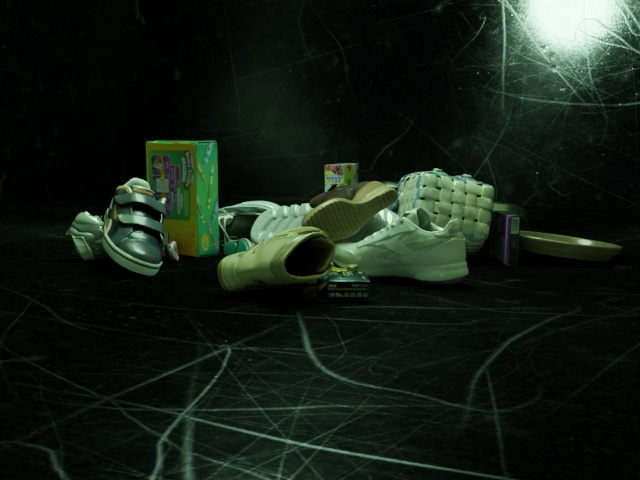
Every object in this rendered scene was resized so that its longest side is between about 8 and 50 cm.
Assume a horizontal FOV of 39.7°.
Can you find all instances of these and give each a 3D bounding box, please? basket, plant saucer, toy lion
[{"bbox_3d":[0.293,-0.059,2.151,0.255,0.201,0.289,11,-17,-10],"label":"basket"},{"bbox_3d":[0.578,0.012,2.126,0.278,0.041,0.278,8,6,-1],"label":"plant saucer"},{"bbox_3d":[0.013,0.069,1.776,0.100,0.034,0.096,6,15,35],"label":"toy lion"}]

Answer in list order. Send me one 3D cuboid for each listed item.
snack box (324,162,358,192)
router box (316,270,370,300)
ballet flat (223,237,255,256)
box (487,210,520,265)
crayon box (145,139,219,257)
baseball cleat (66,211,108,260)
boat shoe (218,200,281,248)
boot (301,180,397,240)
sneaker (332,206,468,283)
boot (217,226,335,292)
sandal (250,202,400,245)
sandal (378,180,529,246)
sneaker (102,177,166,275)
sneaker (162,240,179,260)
[{"bbox_3d":[0.069,-0.138,2.780,0.070,0.207,0.174,3,8,18],"label":"snack box"},{"bbox_3d":[0.040,0.082,1.610,0.092,0.038,0.122,1,7,-2],"label":"router box"},{"bbox_3d":[-0.175,0.022,2.063,0.052,0.057,0.168,8,3,-25],"label":"ballet flat"},{"bbox_3d":[0.430,-0.008,2.084,0.029,0.116,0.162,1,7,-7],"label":"box"},{"bbox_3d":[-0.337,-0.104,2.158,0.165,0.278,0.081,5,9,33],"label":"crayon box"},{"bbox_3d":[-0.487,0.017,2.046,0.206,0.109,0.072,27,-17,7],"label":"baseball cleat"},{"bbox_3d":[-0.253,-0.022,2.268,0.335,0.121,0.119,-9,11,17],"label":"boat shoe"},{"bbox_3d":[0.028,-0.066,1.950,0.249,0.090,0.207,-23,15,-27],"label":"boot"},{"bbox_3d":[0.159,0.005,1.800,0.305,0.152,0.114,3,9,30],"label":"sneaker"},{"bbox_3d":[-0.034,0.025,1.637,0.262,0.095,0.204,-17,4,-42],"label":"boot"},{"bbox_3d":[0.033,-0.009,2.081,0.417,0.169,0.102,9,-31,30],"label":"sandal"},{"bbox_3d":[0.323,-0.076,2.335,0.446,0.167,0.107,12,42,-1],"label":"sandal"},{"bbox_3d":[-0.401,-0.041,1.920,0.126,0.127,0.321,21,16,-29],"label":"sneaker"},{"bbox_3d":[-0.362,0.027,2.069,0.057,0.047,0.119,-8,1,-11],"label":"sneaker"}]
